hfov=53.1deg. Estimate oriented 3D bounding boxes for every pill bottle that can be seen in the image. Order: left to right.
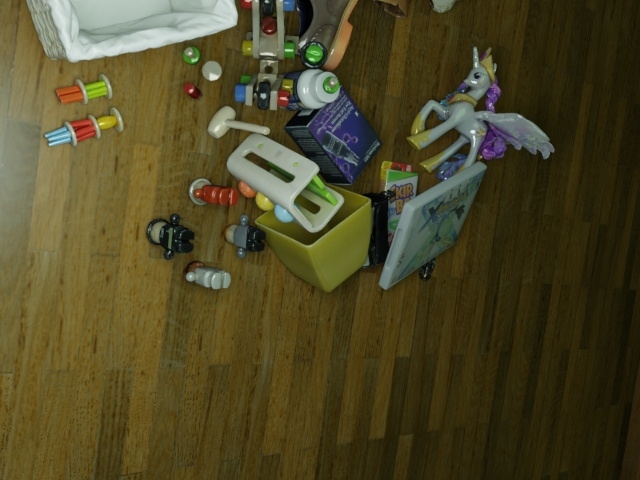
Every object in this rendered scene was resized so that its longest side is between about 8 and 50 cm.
[{"bbox_3d":[-0.032,-0.358,1.522,0.094,0.169,0.094,-6,100,-36],"label":"pill bottle"}]

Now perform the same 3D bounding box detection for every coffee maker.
[{"bbox_3d":[0.137,-0.029,1.719,0.171,0.120,0.178,-11,111,-20],"label":"coffee maker"}]

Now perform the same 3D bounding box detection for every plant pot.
[{"bbox_3d":[0.000,0.000,1.592,0.212,0.212,0.187,-37,130,-27],"label":"plant pot"}]

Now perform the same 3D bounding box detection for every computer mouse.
[{"bbox_3d":[0.338,0.004,1.933,0.071,0.041,0.242,2,96,-38],"label":"computer mouse"}]

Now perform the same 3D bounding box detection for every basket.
[{"bbox_3d":[-0.375,-0.516,1.161,0.328,0.266,0.331,-23,114,-27],"label":"basket"}]

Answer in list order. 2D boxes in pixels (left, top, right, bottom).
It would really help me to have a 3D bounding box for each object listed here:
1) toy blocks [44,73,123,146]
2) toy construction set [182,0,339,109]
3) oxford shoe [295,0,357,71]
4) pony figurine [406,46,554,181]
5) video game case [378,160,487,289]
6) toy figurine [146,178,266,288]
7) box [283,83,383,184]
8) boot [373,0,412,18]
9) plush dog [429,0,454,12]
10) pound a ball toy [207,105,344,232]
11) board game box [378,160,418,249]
[{"bbox_3d":[-0.483,-0.255,1.275,0.148,0.054,0.123,-26,112,-31],"label":"toy blocks"},{"bbox_3d":[-0.150,-0.392,1.424,0.309,0.237,0.257,-22,97,-2],"label":"toy construction set"},{"bbox_3d":[0.021,-0.606,1.557,0.133,0.130,0.363,16,82,-25],"label":"oxford shoe"},{"bbox_3d":[0.449,-0.324,1.853,0.363,0.303,0.351,-48,114,-3],"label":"pony figurine"},{"bbox_3d":[0.307,-0.041,1.756,0.329,0.036,0.300,-30,147,-36],"label":"video game case"},{"bbox_3d":[-0.253,-0.011,1.435,0.213,0.148,0.209,-51,128,-22],"label":"toy figurine"},{"bbox_3d":[0.035,-0.264,1.626,0.207,0.108,0.153,48,69,-31],"label":"box"},{"bbox_3d":[0.159,-0.728,1.664,0.283,0.109,0.220,16,91,-45],"label":"boot"},{"bbox_3d":[0.409,-0.787,1.763,0.262,0.211,0.225,80,19,-48],"label":"plush dog"},{"bbox_3d":[-0.125,-0.154,1.425,0.136,0.319,0.208,-50,134,-7],"label":"pound a ball toy"},{"bbox_3d":[0.216,-0.093,1.835,0.124,0.039,0.259,2,93,-37],"label":"board game box"}]
